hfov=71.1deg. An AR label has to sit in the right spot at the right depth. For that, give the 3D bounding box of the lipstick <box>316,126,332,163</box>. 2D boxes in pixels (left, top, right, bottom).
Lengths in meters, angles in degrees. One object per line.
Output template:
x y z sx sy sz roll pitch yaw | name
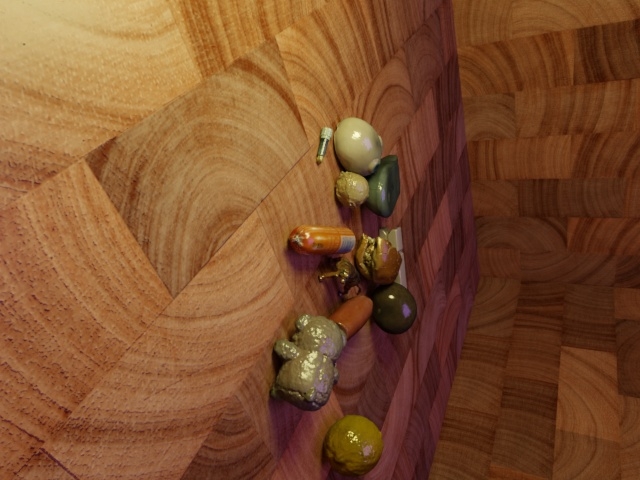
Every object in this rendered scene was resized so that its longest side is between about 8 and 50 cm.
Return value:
0.009 -0.298 1.414 0.037 0.037 0.115 30 71 -58 | lipstick

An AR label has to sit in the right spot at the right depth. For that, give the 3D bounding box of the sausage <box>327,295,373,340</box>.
0.102 0.266 1.546 0.259 0.114 0.113 -29 117 -56 | sausage

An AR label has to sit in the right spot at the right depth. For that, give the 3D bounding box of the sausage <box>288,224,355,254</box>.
0.000 0.000 1.368 0.312 0.093 0.092 0 93 -60 | sausage

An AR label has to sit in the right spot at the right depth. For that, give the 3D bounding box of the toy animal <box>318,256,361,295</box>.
0.097 0.125 1.524 0.255 0.117 0.114 43 58 -54 | toy animal

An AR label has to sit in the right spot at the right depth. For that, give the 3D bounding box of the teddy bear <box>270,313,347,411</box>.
-0.030 0.346 1.282 0.236 0.151 0.267 32 50 -27 | teddy bear

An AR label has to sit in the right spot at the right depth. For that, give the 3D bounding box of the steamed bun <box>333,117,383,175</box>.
0.144 -0.320 1.552 0.228 0.131 0.177 52 47 -47 | steamed bun

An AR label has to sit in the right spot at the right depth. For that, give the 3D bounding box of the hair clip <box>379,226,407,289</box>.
0.306 0.106 1.912 0.085 0.101 0.330 -24 112 -53 | hair clip

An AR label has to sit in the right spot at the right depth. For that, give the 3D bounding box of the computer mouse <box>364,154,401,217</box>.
0.236 -0.213 1.736 0.371 0.122 0.188 -49 137 -57 | computer mouse

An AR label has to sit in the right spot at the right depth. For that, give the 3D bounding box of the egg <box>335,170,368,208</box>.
0.108 -0.172 1.528 0.116 0.118 0.140 -33 146 -3 | egg

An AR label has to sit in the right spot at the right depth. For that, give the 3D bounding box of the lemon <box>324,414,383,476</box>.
0.114 0.697 1.528 0.231 0.192 0.192 -4 96 -53 | lemon

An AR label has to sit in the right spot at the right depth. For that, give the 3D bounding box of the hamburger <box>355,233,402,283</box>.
0.233 0.093 1.732 0.283 0.144 0.156 44 54 -55 | hamburger

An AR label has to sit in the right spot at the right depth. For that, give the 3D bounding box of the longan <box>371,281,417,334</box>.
0.294 0.271 1.816 0.212 0.198 0.198 58 33 3 | longan
